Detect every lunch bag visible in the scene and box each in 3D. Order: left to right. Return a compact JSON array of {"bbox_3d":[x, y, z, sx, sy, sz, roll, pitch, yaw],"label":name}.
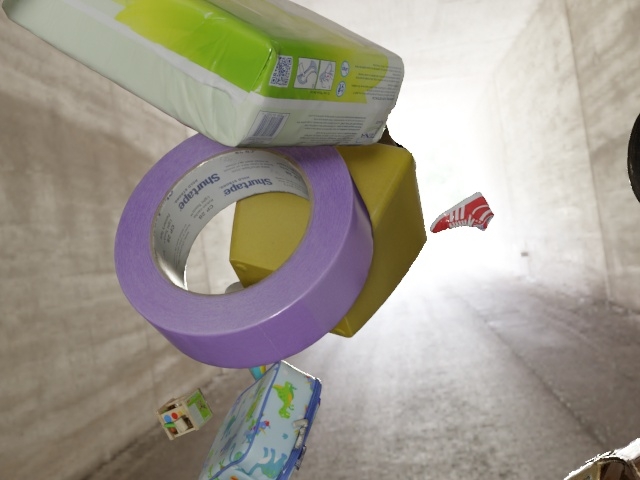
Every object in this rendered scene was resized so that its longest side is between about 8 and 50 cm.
[{"bbox_3d":[-0.085,0.274,1.275,0.090,0.176,0.219,29,-37,-11],"label":"lunch bag"}]

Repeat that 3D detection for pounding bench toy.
[{"bbox_3d":[-0.218,0.273,1.382,0.065,0.052,0.083,-26,5,25],"label":"pounding bench toy"}]

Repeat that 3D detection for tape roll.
[{"bbox_3d":[-0.084,-0.002,0.994,0.275,0.274,0.090,-9,-34,14],"label":"tape roll"}]

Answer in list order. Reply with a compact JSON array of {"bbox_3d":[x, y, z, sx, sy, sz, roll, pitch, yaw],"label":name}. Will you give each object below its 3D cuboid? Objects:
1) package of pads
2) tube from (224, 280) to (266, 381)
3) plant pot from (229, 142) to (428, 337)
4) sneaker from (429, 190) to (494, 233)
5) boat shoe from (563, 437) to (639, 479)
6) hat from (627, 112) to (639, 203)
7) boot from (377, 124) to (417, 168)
[{"bbox_3d":[-0.096,-0.178,0.806,0.296,0.101,0.229,33,22,26],"label":"package of pads"},{"bbox_3d":[-0.117,0.162,1.489,0.052,0.207,0.080,-16,38,-13],"label":"tube"},{"bbox_3d":[0.000,0.000,1.153,0.212,0.187,0.212,14,-28,20],"label":"plant pot"},{"bbox_3d":[0.261,-0.032,1.645,0.118,0.067,0.042,-35,-23,7],"label":"sneaker"},{"bbox_3d":[0.324,0.286,0.971,0.120,0.122,0.324,-20,-22,4],"label":"boat shoe"},{"bbox_3d":[0.688,-0.133,1.565,0.331,0.331,0.134,-9,1,28],"label":"hat"},{"bbox_3d":[0.112,-0.149,1.424,0.106,0.219,0.082,7,25,2],"label":"boot"}]
